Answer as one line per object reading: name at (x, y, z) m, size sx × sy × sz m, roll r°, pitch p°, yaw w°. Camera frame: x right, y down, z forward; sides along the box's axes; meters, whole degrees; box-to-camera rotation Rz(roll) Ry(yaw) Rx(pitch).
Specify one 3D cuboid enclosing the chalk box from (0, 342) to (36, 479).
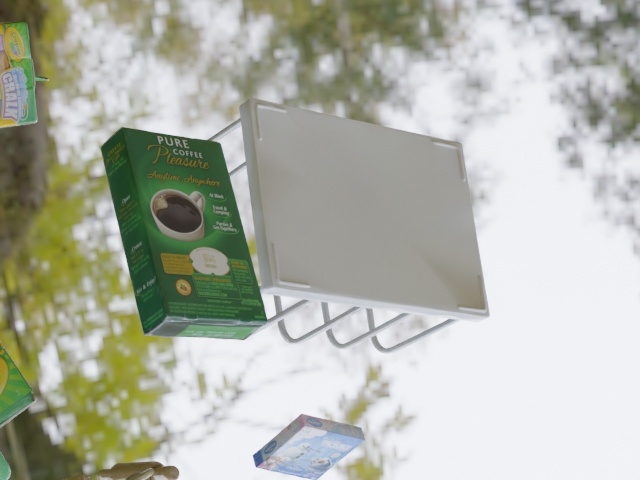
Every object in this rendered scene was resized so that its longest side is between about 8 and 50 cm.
chalk box at (-0.358, 0.105, 1.532) m, size 0.180 × 0.289 × 0.179 m, roll -37°, pitch -165°, yaw -16°

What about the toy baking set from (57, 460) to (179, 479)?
toy baking set at (-0.243, 0.269, 1.948) m, size 0.196 × 0.030 × 0.256 m, roll -21°, pitch -175°, yaw -38°

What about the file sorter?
file sorter at (0.000, 0.000, 1.917) m, size 0.277 × 0.193 × 0.173 m, roll 9°, pitch 153°, yaw -39°

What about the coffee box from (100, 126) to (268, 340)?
coffee box at (-0.118, -0.005, 1.639) m, size 0.113 × 0.184 × 0.040 m, roll 5°, pitch 150°, yaw -41°

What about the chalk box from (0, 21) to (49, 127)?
chalk box at (-0.438, -0.203, 2.362) m, size 0.132 × 0.132 × 0.213 m, roll 3°, pitch -168°, yaw 43°

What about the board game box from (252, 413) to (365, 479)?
board game box at (-0.013, 0.229, 2.114) m, size 0.090 × 0.090 × 0.020 m, roll 17°, pitch -138°, yaw -38°
